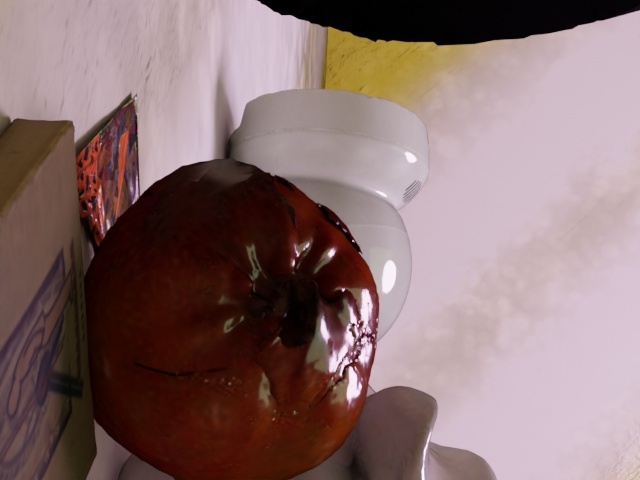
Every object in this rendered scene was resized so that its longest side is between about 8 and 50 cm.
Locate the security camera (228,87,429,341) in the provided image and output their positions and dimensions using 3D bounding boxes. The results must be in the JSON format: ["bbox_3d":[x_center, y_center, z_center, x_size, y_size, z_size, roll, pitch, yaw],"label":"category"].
[{"bbox_3d":[0.000,0.000,1.084,0.194,0.194,0.236,82,13,-76],"label":"security camera"}]

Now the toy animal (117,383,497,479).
[{"bbox_3d":[-0.018,0.183,0.694,0.247,0.182,0.310,46,-38,45],"label":"toy animal"}]

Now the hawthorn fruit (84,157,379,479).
[{"bbox_3d":[-0.052,0.046,0.563,0.172,0.148,0.148,-31,-130,56],"label":"hawthorn fruit"}]

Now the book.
[{"bbox_3d":[-0.113,0.071,0.380,0.231,0.026,0.161,-81,173,-64],"label":"book"}]

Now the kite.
[{"bbox_3d":[-0.105,-0.029,0.638,0.222,0.008,0.125,88,5,-60],"label":"kite"}]

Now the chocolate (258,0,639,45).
[{"bbox_3d":[0.067,-0.320,0.538,0.384,0.383,0.331,88,-1,-59],"label":"chocolate"}]
